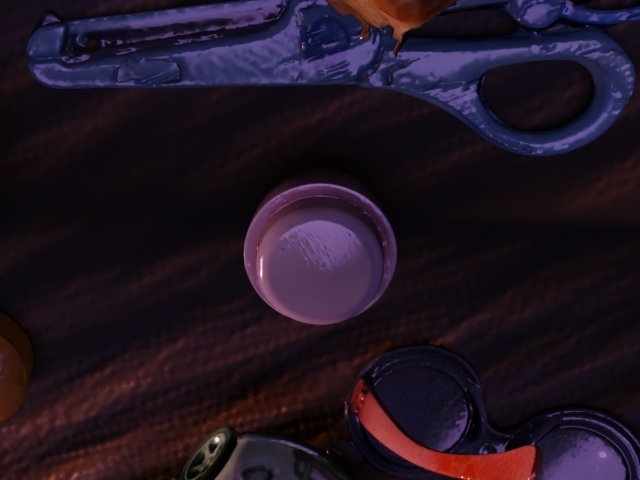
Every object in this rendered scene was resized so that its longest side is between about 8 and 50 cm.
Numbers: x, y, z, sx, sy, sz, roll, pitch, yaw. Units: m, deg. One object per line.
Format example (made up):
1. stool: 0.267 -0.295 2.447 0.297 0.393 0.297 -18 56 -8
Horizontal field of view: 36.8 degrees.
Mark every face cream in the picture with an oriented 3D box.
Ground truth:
1. face cream: 0.000 0.000 0.592 0.091 0.095 0.091 0 113 0

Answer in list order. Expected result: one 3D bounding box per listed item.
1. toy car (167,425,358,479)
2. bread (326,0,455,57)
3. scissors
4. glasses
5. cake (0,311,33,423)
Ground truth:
1. toy car: -0.096 0.250 0.664 0.306 0.125 0.136 -36 109 29
2. bread: 0.021 -0.271 0.401 0.279 0.207 0.279 -43 103 9
3. scissors: 0.016 -0.128 0.572 0.393 0.032 0.180 -4 112 2
4. glasses: 0.134 0.159 0.572 0.234 0.268 0.118 24 92 -7
5. cake: -0.239 0.086 0.660 0.084 0.044 0.084 0 115 1
